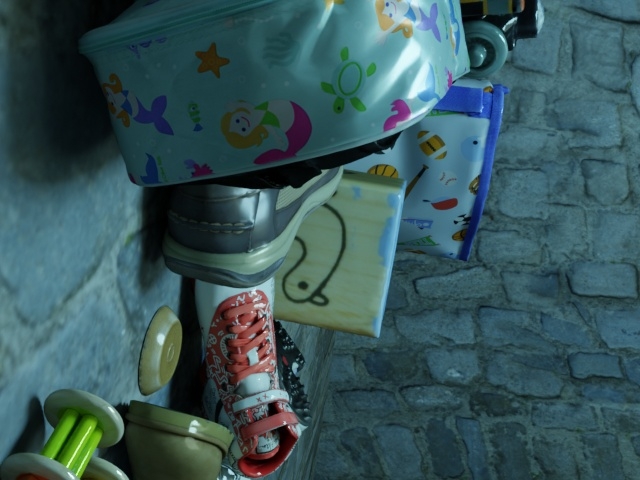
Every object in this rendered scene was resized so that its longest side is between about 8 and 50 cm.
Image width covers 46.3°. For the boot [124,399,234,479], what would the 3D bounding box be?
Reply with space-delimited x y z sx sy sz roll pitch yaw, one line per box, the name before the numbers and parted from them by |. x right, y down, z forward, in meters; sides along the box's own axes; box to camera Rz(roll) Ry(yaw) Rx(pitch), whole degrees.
boot | -0.147 0.291 0.631 0.236 0.089 0.270 87 16 -63

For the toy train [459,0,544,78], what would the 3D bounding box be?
toy train | 0.104 -0.305 0.931 0.142 0.333 0.190 -71 155 -43

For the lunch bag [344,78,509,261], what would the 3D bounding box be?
lunch bag | 0.123 -0.150 1.242 0.385 0.327 0.239 76 22 -67

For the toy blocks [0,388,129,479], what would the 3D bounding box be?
toy blocks | -0.166 0.180 0.436 0.148 0.054 0.123 -72 170 -50

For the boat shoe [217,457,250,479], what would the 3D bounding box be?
boat shoe | -0.147 0.346 0.823 0.070 0.077 0.220 34 65 -45

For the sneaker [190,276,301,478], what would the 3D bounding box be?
sneaker | -0.069 0.122 0.763 0.145 0.090 0.270 49 -39 43

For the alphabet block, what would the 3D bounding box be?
alphabet block | 0.000 0.000 0.979 0.193 0.197 0.193 -42 141 -80

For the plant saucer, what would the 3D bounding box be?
plant saucer | -0.143 0.102 0.684 0.083 0.015 0.084 10 90 -84

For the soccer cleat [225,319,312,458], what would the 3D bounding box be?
soccer cleat | -0.087 0.184 1.018 0.109 0.116 0.318 55 4 -16

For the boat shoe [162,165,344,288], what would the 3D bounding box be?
boat shoe | -0.046 -0.096 0.725 0.355 0.132 0.130 -72 170 -57

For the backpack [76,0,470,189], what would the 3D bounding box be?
backpack | -0.024 -0.132 0.476 0.253 0.225 0.191 -61 138 -59
